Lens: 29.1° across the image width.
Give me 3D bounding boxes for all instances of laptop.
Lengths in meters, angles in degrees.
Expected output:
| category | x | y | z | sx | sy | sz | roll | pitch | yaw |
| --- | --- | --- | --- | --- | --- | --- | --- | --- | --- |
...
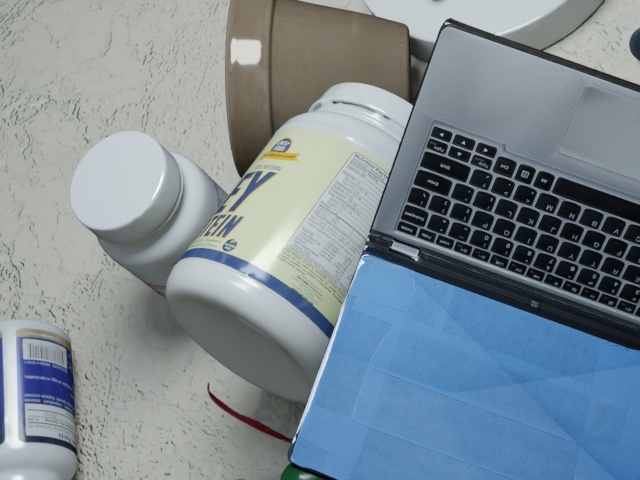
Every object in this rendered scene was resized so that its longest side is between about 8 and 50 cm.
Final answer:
| category | x | y | z | sx | sy | sz | roll | pitch | yaw |
| --- | --- | --- | --- | --- | --- | --- | --- | --- | --- |
| laptop | 0.221 | 0.066 | 1.194 | 0.382 | 0.408 | 0.236 | 20 | 34 | 2 |

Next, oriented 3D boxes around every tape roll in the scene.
| category | x | y | z | sx | sy | sz | roll | pitch | yaw |
| --- | --- | --- | --- | --- | --- | --- | --- | --- | --- |
| tape roll | 0.230 | -0.421 | 1.716 | 0.392 | 0.072 | 0.392 | -11 | 63 | 21 |

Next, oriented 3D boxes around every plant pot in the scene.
| category | x | y | z | sx | sy | sz | roll | pitch | yaw |
| --- | --- | --- | --- | --- | --- | --- | --- | --- | --- |
| plant pot | 0.005 | -0.213 | 1.638 | 0.229 | 0.263 | 0.263 | -2 | 64 | 5 |

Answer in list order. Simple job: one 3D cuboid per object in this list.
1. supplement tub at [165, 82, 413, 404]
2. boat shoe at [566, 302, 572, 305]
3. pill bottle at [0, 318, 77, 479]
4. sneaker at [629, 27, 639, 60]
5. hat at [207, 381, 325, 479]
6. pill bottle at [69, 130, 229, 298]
| category | x | y | z | sx | sy | sz | roll | pitch | yaw |
| --- | --- | --- | --- | --- | --- | --- | --- | --- | --- |
| supplement tub | 0.000 | 0.000 | 1.432 | 0.235 | 0.235 | 0.325 | 20 | 62 | 31 |
| boat shoe | 0.324 | 0.000 | 1.423 | 0.123 | 0.123 | 0.342 | 25 | 66 | 38 |
| pill bottle | -0.401 | 0.251 | 1.636 | 0.153 | 0.153 | 0.264 | -19 | 59 | 16 |
| sneaker | 0.490 | -0.276 | 1.538 | 0.209 | 0.069 | 0.082 | -18 | 27 | 26 |
| hat | -0.012 | 0.275 | 1.424 | 0.208 | 0.183 | 0.173 | -2 | 65 | 24 |
| pill bottle | -0.189 | -0.017 | 1.588 | 0.160 | 0.283 | 0.160 | -11 | 62 | 21 |
